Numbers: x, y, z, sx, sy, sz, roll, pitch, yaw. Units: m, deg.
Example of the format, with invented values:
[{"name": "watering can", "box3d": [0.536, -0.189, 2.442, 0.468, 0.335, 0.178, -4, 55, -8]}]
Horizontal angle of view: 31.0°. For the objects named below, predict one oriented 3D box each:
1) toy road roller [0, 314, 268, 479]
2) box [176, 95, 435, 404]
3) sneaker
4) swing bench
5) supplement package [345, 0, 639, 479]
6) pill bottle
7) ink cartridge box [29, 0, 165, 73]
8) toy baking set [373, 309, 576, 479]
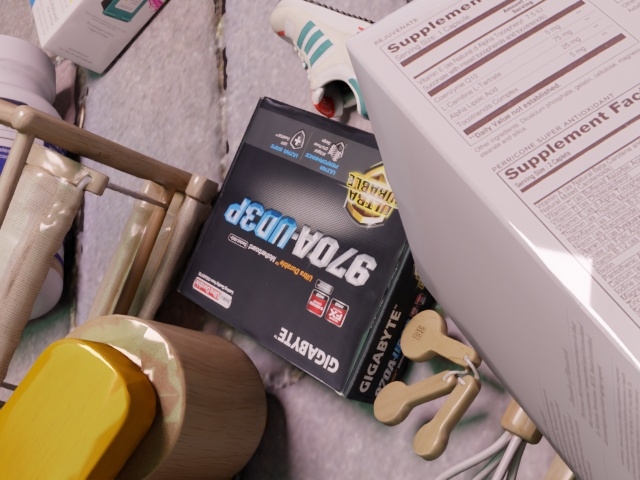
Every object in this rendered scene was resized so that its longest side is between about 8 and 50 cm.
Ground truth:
[{"name": "toy road roller", "box3d": [-0.125, 0.238, 0.788, 0.240, 0.202, 0.329, 35, 94, 24]}, {"name": "box", "box3d": [0.000, 0.000, 0.857, 0.220, 0.051, 0.175, 27, 94, 47]}, {"name": "sneaker", "box3d": [0.002, -0.140, 0.907, 0.161, 0.057, 0.075, 28, 89, 44]}, {"name": "swing bench", "box3d": [-0.216, 0.036, 0.918, 0.165, 0.255, 0.253, 22, 91, 43]}, {"name": "supplement package", "box3d": [0.175, 0.001, 0.513, 0.198, 0.199, 0.262, -31, 52, -6]}, {"name": "pill bottle", "box3d": [-0.328, -0.062, 1.139, 0.153, 0.153, 0.264, -25, 57, 37]}, {"name": "ink cartridge box", "box3d": [-0.193, -0.297, 1.151, 0.231, 0.078, 0.134, -43, 49, 24]}, {"name": "toy baking set", "box3d": [0.120, 0.092, 0.681, 0.197, 0.030, 0.256, -43, 32, 20]}]
